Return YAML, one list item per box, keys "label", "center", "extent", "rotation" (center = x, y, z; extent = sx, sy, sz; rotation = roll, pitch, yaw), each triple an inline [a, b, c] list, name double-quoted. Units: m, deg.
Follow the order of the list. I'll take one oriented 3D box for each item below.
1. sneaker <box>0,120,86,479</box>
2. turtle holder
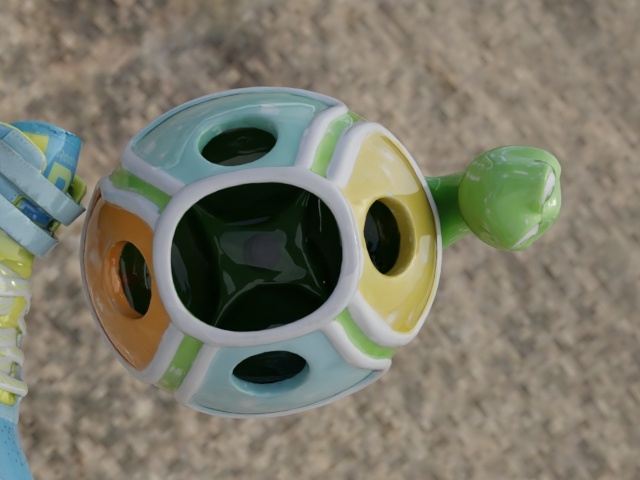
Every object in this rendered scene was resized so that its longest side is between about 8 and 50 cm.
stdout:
- label: "sneaker"
  center: [-0.220, 0.037, 1.278]
  extent: [0.319, 0.208, 0.127]
  rotation: [58, 3, 20]
- label: "turtle holder"
  center: [-0.011, 0.017, 1.352]
  extent: [0.320, 0.243, 0.227]
  rotation: [16, 0, -1]
